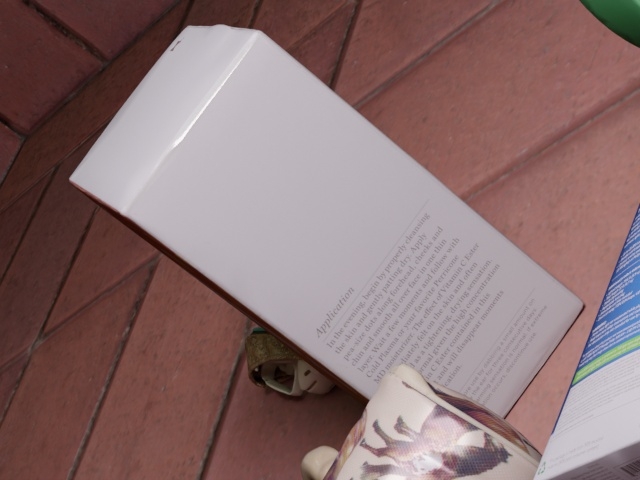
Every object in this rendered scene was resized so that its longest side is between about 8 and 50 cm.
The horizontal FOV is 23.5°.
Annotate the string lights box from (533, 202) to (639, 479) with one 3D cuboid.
[{"bbox_3d":[0.218,0.030,0.854,0.260,0.076,0.133,-63,10,-28],"label":"string lights box"}]

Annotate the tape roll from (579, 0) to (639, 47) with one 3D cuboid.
[{"bbox_3d":[0.304,-0.288,1.107,0.321,0.321,0.077,-54,21,-7],"label":"tape roll"}]

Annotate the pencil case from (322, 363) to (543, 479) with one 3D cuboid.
[{"bbox_3d":[0.020,0.292,0.951,0.410,0.183,0.160,-58,16,-12],"label":"pencil case"}]

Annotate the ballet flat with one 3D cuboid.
[{"bbox_3d":[-0.010,0.116,1.476,0.206,0.073,0.067,-13,70,63],"label":"ballet flat"}]

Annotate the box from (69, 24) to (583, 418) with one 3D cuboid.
[{"bbox_3d":[0.000,0.000,1.228,0.168,0.345,0.215,-53,20,-5],"label":"box"}]

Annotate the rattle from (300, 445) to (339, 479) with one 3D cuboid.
[{"bbox_3d":[0.052,0.197,1.193,0.143,0.130,0.200,-45,-8,-14],"label":"rattle"}]
